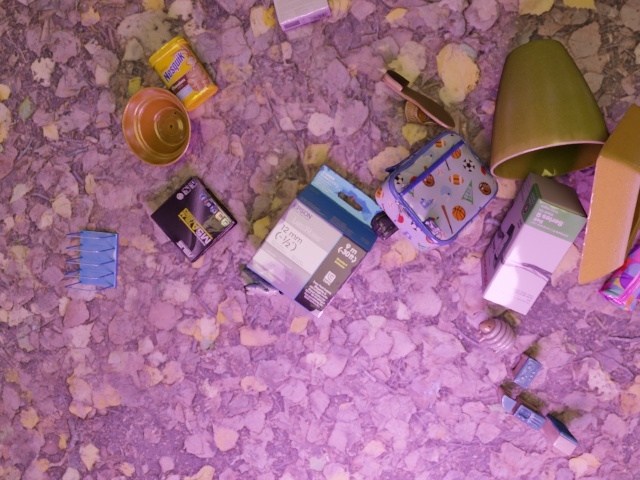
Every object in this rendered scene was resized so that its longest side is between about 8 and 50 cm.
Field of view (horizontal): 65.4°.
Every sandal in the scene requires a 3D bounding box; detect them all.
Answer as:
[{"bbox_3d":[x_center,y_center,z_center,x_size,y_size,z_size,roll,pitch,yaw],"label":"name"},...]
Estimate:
[{"bbox_3d":[0.253,-0.359,1.358,0.240,0.088,0.079,43,131,8],"label":"sandal"}]

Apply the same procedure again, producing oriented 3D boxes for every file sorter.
[{"bbox_3d":[-0.691,0.062,1.496,0.118,0.104,0.170,6,97,7],"label":"file sorter"}]

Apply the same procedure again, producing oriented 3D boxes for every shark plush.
[{"bbox_3d":[-0.158,0.126,1.462,0.162,0.073,0.067,6,67,11],"label":"shark plush"}]

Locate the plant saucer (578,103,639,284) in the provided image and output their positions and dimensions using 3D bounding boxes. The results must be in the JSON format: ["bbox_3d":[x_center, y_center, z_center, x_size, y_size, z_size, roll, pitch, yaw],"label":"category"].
[{"bbox_3d":[0.695,-0.103,1.142,0.081,0.333,0.332,17,130,35],"label":"plant saucer"}]

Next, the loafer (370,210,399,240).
[{"bbox_3d":[0.242,-0.064,1.348,0.223,0.076,0.078,-24,73,-16],"label":"loafer"}]

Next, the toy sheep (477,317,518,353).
[{"bbox_3d":[0.492,0.265,1.377,0.132,0.091,0.091,35,99,-11],"label":"toy sheep"}]

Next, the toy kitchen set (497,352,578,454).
[{"bbox_3d":[0.614,0.438,1.358,0.207,0.122,0.166,31,99,3],"label":"toy kitchen set"}]

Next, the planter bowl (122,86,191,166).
[{"bbox_3d":[-0.445,-0.324,1.423,0.218,0.090,0.216,4,105,16],"label":"planter bowl"}]

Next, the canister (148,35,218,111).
[{"bbox_3d":[-0.387,-0.470,1.418,0.126,0.073,0.169,-35,92,10],"label":"canister"}]

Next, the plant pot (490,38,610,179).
[{"bbox_3d":[0.547,-0.330,1.235,0.275,0.275,0.293,-5,80,8],"label":"plant pot"}]

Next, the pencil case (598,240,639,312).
[{"bbox_3d":[0.841,0.074,1.304,0.105,0.104,0.236,33,100,3],"label":"pencil case"}]

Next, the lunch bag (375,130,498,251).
[{"bbox_3d":[0.295,-0.130,1.280,0.303,0.115,0.243,-39,92,-26],"label":"lunch bag"}]

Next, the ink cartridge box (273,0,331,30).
[{"bbox_3d":[-0.062,-0.686,1.379,0.146,0.045,0.179,-15,76,9],"label":"ink cartridge box"}]

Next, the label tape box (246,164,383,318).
[{"bbox_3d":[0.000,0.000,1.376,0.249,0.115,0.347,37,101,1],"label":"label tape box"}]

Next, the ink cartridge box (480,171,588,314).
[{"bbox_3d":[0.515,0.006,1.239,0.122,0.211,0.289,22,119,5],"label":"ink cartridge box"}]

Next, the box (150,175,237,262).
[{"bbox_3d":[-0.374,-0.062,1.472,0.184,0.045,0.190,-41,89,7],"label":"box"}]
